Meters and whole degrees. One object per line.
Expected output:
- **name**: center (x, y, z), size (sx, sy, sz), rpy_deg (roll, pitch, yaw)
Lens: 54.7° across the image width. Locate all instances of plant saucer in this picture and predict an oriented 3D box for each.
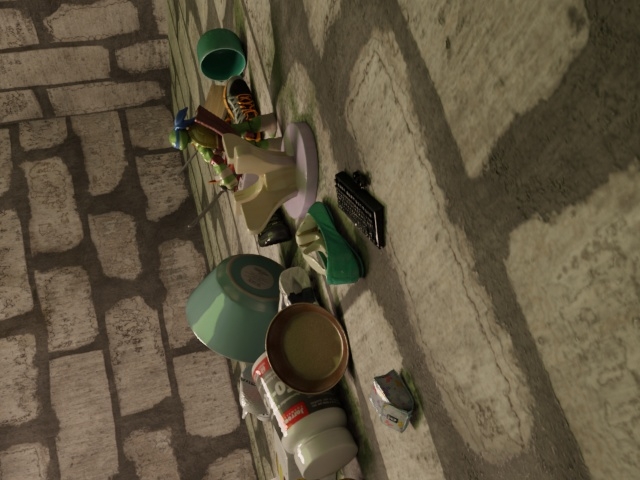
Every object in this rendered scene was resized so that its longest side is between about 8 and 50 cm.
- **plant saucer**: center (-0.024, 0.230, 1.342), size (0.036, 0.198, 0.199), rpy_deg (-9, -93, -65)

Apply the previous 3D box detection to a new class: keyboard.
- **keyboard**: center (0.062, -0.067, 1.058), size (0.180, 0.023, 0.108), rpy_deg (-130, 33, -58)

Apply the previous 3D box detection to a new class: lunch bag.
- **lunch bag**: center (0.120, 0.271, 1.032), size (0.083, 0.053, 0.071), rpy_deg (56, 155, 34)

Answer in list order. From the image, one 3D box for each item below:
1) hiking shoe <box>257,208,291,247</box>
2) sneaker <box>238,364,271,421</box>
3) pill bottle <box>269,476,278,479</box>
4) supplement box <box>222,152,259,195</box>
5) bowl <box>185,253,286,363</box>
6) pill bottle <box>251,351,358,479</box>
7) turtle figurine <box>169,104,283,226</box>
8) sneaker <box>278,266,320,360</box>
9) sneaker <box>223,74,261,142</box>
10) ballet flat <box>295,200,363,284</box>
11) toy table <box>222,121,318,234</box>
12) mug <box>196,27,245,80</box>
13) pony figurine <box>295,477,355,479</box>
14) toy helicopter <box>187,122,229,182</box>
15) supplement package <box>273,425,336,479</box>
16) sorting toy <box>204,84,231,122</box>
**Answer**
- **hiking shoe**: center (-0.139, -0.047, 1.641), size (0.227, 0.086, 0.114), rpy_deg (-170, 67, -74)
- **sneaker**: center (-0.147, 0.430, 1.695), size (0.366, 0.137, 0.210), rpy_deg (-67, -13, -76)
- **pill bottle**: center (-0.087, 0.907, 1.923), size (0.323, 0.181, 0.182), rpy_deg (-119, 24, -48)
- **supplement box**: center (-0.223, -0.209, 1.801), size (0.239, 0.073, 0.130), rpy_deg (-121, 41, -51)
- **bowl**: center (-0.181, 0.152, 1.625), size (0.163, 0.311, 0.312), rpy_deg (-64, 36, 33)
- **pill bottle**: center (-0.037, 0.387, 1.426), size (0.161, 0.161, 0.283), rpy_deg (96, 150, -46)
- **turtle figurine**: center (-0.231, -0.209, 1.523), size (0.198, 0.266, 0.275), rpy_deg (-135, 37, -63)
- **sneaker**: center (-0.042, 0.190, 1.471), size (0.153, 0.094, 0.235), rpy_deg (100, 147, -72)
- **sneaker**: center (-0.205, -0.350, 1.702), size (0.083, 0.084, 0.215), rpy_deg (-6, 98, 61)
- **ballet flat**: center (0.000, 0.000, 1.196), size (0.247, 0.087, 0.083), rpy_deg (-121, 25, -51)
- **toy table**: center (-0.112, -0.142, 1.361), size (0.274, 0.160, 0.252), rpy_deg (98, 155, -51)
- **mug**: center (-0.281, -0.519, 1.738), size (0.158, 0.129, 0.098), rpy_deg (110, 148, -61)
- **pony figurine**: center (0.021, 0.709, 1.334), size (0.351, 0.302, 0.364), rpy_deg (-21, 70, 62)
- **toy helicopter**: center (-0.342, -0.262, 2.109), size (0.355, 0.140, 0.235), rpy_deg (-123, 22, -52)
- **supplement package**: center (-0.041, 0.585, 1.638), size (0.139, 0.133, 0.244), rpy_deg (-123, 27, -53)
- **sorting toy**: center (-0.327, -0.423, 2.010), size (0.132, 0.046, 0.275), rpy_deg (20, 93, 49)
